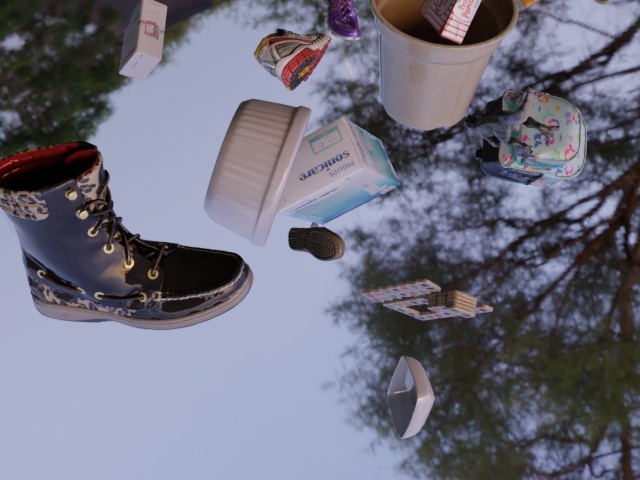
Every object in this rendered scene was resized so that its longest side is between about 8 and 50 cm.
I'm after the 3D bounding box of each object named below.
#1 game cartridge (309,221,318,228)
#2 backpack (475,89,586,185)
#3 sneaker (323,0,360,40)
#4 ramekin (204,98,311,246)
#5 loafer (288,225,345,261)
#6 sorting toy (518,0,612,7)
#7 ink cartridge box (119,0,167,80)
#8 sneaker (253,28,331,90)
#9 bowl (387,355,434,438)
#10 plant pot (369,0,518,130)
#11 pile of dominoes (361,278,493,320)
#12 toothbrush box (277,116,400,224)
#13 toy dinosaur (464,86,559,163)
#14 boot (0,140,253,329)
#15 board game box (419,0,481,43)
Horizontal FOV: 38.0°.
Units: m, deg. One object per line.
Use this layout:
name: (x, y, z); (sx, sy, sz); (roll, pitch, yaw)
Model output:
game cartridge: (-0.020, -0.010, 1.937); (0.083, 0.017, 0.056); (98, 17, -86)
backpack: (0.543, -0.252, 2.308); (0.253, 0.225, 0.191); (12, 165, -23)
sneaker: (0.046, -0.488, 1.944); (0.068, 0.071, 0.170); (-3, -122, -21)
ramekin: (-0.118, -0.132, 1.686); (0.127, 0.273, 0.273); (20, -154, -3)
loafer: (0.000, 0.000, 1.581); (0.050, 0.056, 0.148); (-9, -164, -34)
sorting toy: (0.447, -0.499, 1.515); (0.348, 0.196, 0.047); (-45, 165, -15)
ink cartridge box: (-0.328, -0.371, 1.717); (0.088, 0.052, 0.123); (-31, -131, 51)
sneaker: (-0.046, -0.318, 1.537); (0.088, 0.092, 0.225); (-56, 180, 19)
bowl: (0.195, 0.332, 1.967); (0.053, 0.142, 0.142); (5, -144, -15)
plant pot: (0.266, -0.439, 2.172); (0.333, 0.305, 0.334); (2, -129, -2)
pile of dominoes: (0.209, 0.138, 1.901); (0.251, 0.196, 0.040); (-17, -123, 57)
toothbrush box: (0.024, -0.144, 2.034); (0.216, 0.126, 0.295); (-27, 169, 17)
toy dinosaur: (0.337, -0.196, 1.610); (0.064, 0.118, 0.268); (-61, -168, -11)
boot: (-0.311, -0.007, 1.423); (0.377, 0.284, 0.138); (1, -138, 16)
board game box: (0.253, -0.463, 1.727); (0.045, 0.147, 0.193); (19, -158, -15)
